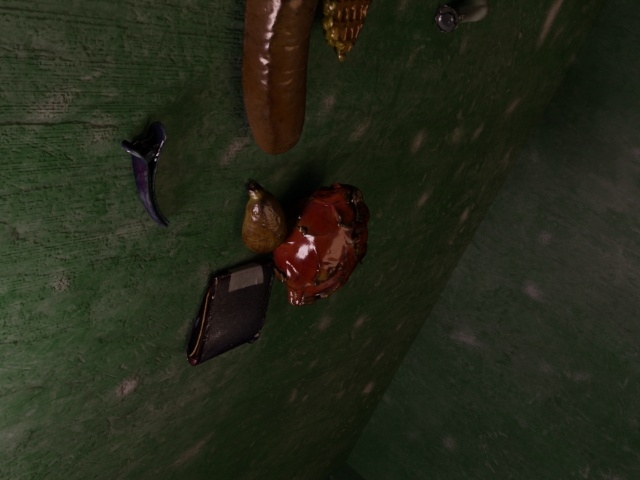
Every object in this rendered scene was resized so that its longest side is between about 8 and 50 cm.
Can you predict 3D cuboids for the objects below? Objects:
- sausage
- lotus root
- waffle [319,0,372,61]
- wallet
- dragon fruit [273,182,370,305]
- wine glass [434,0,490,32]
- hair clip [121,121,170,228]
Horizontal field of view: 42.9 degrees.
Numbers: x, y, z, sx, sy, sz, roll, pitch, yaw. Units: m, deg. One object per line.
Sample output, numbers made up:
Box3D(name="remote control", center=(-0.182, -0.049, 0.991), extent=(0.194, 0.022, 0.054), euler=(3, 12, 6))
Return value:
Box3D(name="sausage", center=(-0.076, -0.351, 1.478), extent=(0.136, 0.123, 0.501), euler=(-19, 141, -27))
Box3D(name="lotus root", center=(-0.131, -0.051, 1.836), extent=(0.108, 0.094, 0.191), euler=(-33, 146, -25))
Box3D(name="waffle", center=(0.048, -0.473, 1.542), extent=(0.243, 0.058, 0.238), euler=(65, 40, -64))
Box3D(name="wallet", center=(-0.221, 0.171, 2.020), extent=(0.221, 0.071, 0.262), euler=(-14, 132, -49))
Box3D(name="dragon fruit", center=(-0.001, 0.004, 1.995), extent=(0.250, 0.250, 0.315), euler=(-31, 134, -42))
Box3D(name="wine glass", center=(0.359, -0.576, 2.056), extent=(0.155, 0.072, 0.072), euler=(-31, 148, -40))
Box3D(name="hair clip", center=(-0.314, -0.102, 1.497), extent=(0.083, 0.048, 0.275), euler=(-42, 159, -29))
